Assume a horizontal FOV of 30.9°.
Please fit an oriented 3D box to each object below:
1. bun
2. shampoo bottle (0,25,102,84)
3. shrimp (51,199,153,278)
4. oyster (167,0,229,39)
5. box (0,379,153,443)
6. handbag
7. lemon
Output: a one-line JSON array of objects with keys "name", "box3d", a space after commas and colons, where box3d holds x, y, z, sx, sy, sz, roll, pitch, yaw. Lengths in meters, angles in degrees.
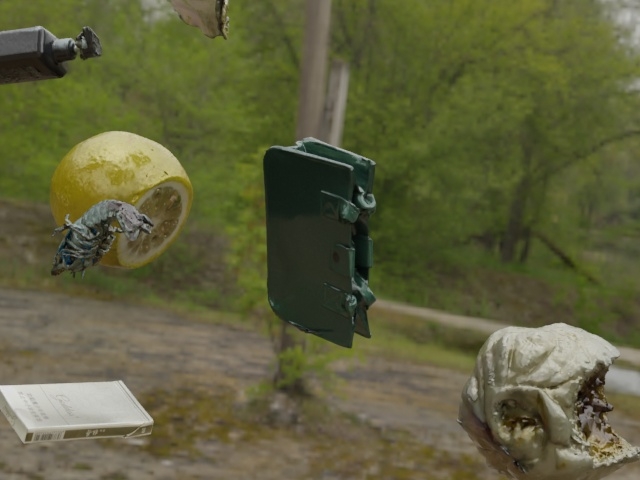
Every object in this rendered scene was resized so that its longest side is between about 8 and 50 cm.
[{"name": "bun", "box3d": [0.332, 0.263, 1.776, 0.281, 0.282, 0.204, 8, 10, 41]}, {"name": "shampoo bottle", "box3d": [-0.500, -0.292, 1.855, 0.309, 0.071, 0.098, -4, -16, 13]}, {"name": "shrimp", "box3d": [-0.263, -0.009, 1.370, 0.174, 0.076, 0.082, -28, -8, 40]}, {"name": "oyster", "box3d": [-0.207, -0.442, 1.874, 0.083, 0.223, 0.214, -31, 50, -25]}, {"name": "box", "box3d": [-0.341, 0.237, 1.607, 0.198, 0.029, 0.109, 4, 25, -41]}, {"name": "handbag", "box3d": [-0.001, 0.000, 1.996, 0.089, 0.327, 0.238, -13, 23, -37]}, {"name": "lemon", "box3d": [-0.362, -0.081, 2.028, 0.219, 0.241, 0.240, 33, 15, 25]}]
